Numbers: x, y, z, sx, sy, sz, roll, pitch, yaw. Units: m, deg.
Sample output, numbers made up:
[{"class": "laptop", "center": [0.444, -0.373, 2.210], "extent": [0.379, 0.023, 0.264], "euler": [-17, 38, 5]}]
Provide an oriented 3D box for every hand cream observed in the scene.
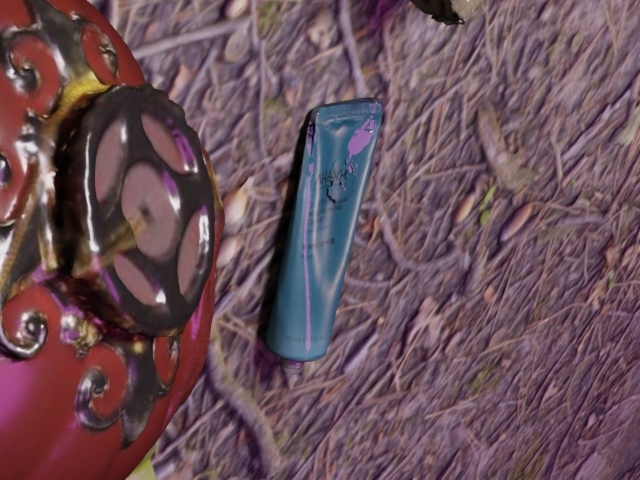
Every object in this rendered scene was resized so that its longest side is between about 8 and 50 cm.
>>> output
[{"class": "hand cream", "center": [0.000, 0.000, 1.285], "extent": [0.083, 0.048, 0.224], "euler": [-14, 123, -46]}]

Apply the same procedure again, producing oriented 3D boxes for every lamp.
[{"class": "lamp", "center": [-0.184, 0.001, 0.797], "extent": [0.303, 0.257, 0.303], "euler": [32, 54, -58]}]

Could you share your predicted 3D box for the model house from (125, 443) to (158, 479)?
[{"class": "model house", "center": [-0.213, 0.179, 1.083], "extent": [0.194, 0.170, 0.211], "euler": [-26, 109, -32]}]

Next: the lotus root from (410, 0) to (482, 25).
[{"class": "lotus root", "center": [0.088, -0.240, 1.162], "extent": [0.144, 0.070, 0.143], "euler": [-42, 129, -26]}]
